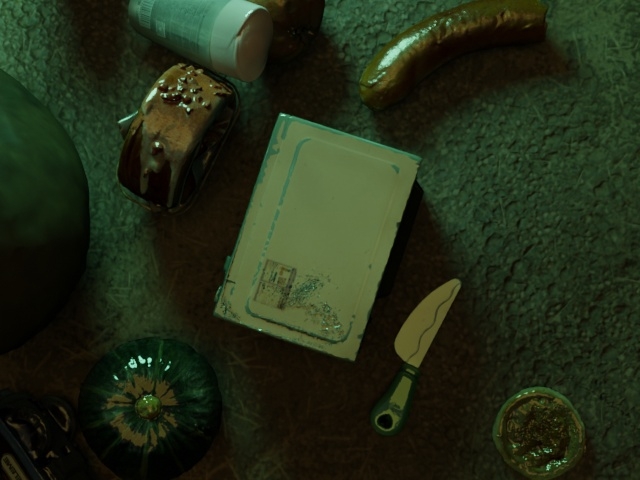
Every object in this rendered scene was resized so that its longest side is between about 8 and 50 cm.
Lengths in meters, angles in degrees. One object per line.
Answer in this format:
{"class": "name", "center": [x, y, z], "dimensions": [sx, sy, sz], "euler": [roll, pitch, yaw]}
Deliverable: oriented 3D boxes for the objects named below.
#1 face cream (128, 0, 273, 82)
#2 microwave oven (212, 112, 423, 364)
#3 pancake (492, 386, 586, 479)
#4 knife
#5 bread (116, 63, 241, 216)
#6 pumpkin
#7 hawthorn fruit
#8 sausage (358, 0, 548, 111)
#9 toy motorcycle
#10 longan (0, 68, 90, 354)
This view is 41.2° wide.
{"class": "face cream", "center": [-0.178, -0.311, 1.238], "dimensions": [0.269, 0.073, 0.107], "euler": [28, 114, 40]}
{"class": "microwave oven", "center": [0.000, 0.000, 1.223], "dimensions": [0.237, 0.181, 0.295], "euler": [18, 89, 3]}
{"class": "pancake", "center": [0.323, 0.287, 1.263], "dimensions": [0.139, 0.022, 0.139], "euler": [0, 87, 5]}
{"class": "knife", "center": [0.138, 0.169, 1.284], "dimensions": [0.063, 0.034, 0.260], "euler": [22, 82, 12]}
{"class": "bread", "center": [-0.214, -0.151, 1.234], "dimensions": [0.142, 0.212, 0.224], "euler": [28, 90, 1]}
{"class": "pumpkin", "center": [-0.247, 0.246, 1.245], "dimensions": [0.211, 0.152, 0.212], "euler": [1, 71, -4]}
{"class": "hawthorn fruit", "center": [-0.070, -0.358, 1.274], "dimensions": [0.149, 0.149, 0.189], "euler": [-24, 71, 3]}
{"class": "sausage", "center": [0.191, -0.291, 1.277], "dimensions": [0.302, 0.076, 0.103], "euler": [-23, 85, 2]}
{"class": "toy motorcycle", "center": [-0.413, 0.386, 1.268], "dimensions": [0.212, 0.125, 0.358], "euler": [-41, 83, 9]}
{"class": "longan", "center": [-0.513, -0.038, 1.157], "dimensions": [0.404, 0.404, 0.436], "euler": [-27, 52, 2]}
